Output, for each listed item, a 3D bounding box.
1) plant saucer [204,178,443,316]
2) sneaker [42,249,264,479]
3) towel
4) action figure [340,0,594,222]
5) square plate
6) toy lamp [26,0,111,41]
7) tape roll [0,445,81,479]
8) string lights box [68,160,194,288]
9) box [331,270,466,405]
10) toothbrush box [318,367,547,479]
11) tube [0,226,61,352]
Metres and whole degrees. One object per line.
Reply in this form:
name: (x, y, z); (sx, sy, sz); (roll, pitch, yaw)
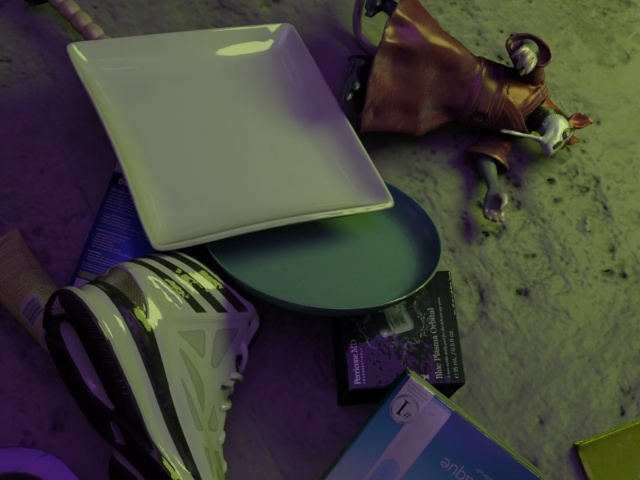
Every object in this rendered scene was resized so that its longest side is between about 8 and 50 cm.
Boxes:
plant saucer: (0.000, 0.000, 1.404); (0.317, 0.044, 0.318); (6, 37, -4)
sneaker: (-0.130, 0.216, 1.295); (0.257, 0.169, 0.448); (-30, 105, -41)
towel: (0.466, 0.286, 1.460); (0.237, 0.021, 0.102); (-16, 72, -14)
action figure: (0.211, -0.206, 1.551); (0.370, 0.248, 0.276); (17, 25, -15)
square plate: (-0.122, -0.142, 1.421); (0.344, 0.049, 0.347); (-12, 59, -28)
toy lamp: (-0.307, -0.280, 1.518); (0.274, 0.080, 0.080); (44, 70, 7)
tape roll: (-0.364, 0.345, 1.281); (0.188, 0.080, 0.189); (3, 71, -8)
string lights box: (-0.240, 0.017, 1.420); (0.133, 0.077, 0.260); (18, 68, -2)
box: (0.098, 0.129, 1.423); (0.158, 0.093, 0.156); (-3, 71, -9)
toothbrush box: (0.098, 0.334, 1.284); (0.216, 0.126, 0.295); (39, 91, 6)
tube: (-0.372, 0.058, 1.354); (0.070, 0.062, 0.240); (4, 23, -44)
